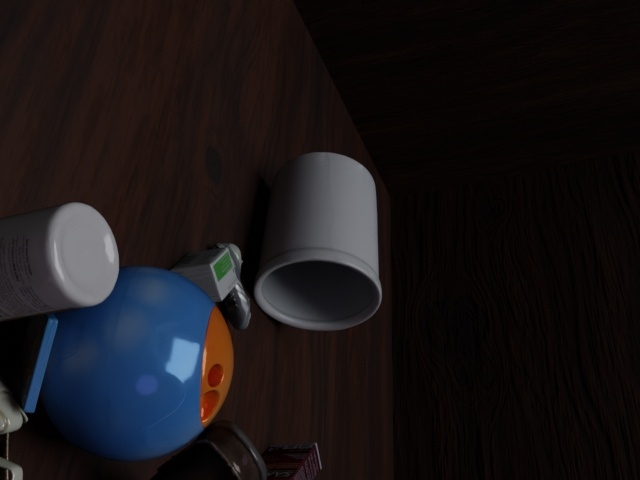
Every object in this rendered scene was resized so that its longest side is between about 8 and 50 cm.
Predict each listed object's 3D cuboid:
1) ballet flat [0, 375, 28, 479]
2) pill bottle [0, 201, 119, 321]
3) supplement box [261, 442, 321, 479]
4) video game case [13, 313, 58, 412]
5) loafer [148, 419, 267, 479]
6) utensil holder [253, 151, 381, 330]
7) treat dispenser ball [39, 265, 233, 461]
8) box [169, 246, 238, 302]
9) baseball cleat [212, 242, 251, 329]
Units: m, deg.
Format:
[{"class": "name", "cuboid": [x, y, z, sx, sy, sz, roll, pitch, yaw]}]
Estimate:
[{"class": "ballet flat", "cuboid": [-0.419, 0.264, 0.859, 0.107, 0.106, 0.315, 14, 68, -70]}, {"class": "pill bottle", "cuboid": [-0.387, 0.034, 0.873, 0.131, 0.229, 0.131, -10, 90, -71]}, {"class": "supplement box", "cuboid": [-0.097, 0.556, 1.605, 0.239, 0.130, 0.073, -27, 107, -71]}, {"class": "video game case", "cuboid": [-0.384, 0.150, 0.922, 0.015, 0.166, 0.119, 15, 86, -28]}, {"class": "loafer", "cuboid": [-0.213, 0.409, 1.071, 0.134, 0.366, 0.130, 50, 37, 10]}, {"class": "utensil holder", "cuboid": [0.000, 0.000, 1.874, 0.327, 0.328, 0.385, 60, 24, -45]}, {"class": "treat dispenser ball", "cuboid": [-0.275, 0.181, 1.034, 0.288, 0.288, 0.288, -10, 90, -71]}, {"class": "box", "cuboid": [-0.245, 0.077, 1.455, 0.101, 0.102, 0.087, -56, 135, -65]}, {"class": "baseball cleat", "cuboid": [-0.221, 0.108, 1.591, 0.109, 0.072, 0.205, 3, 73, -57]}]
